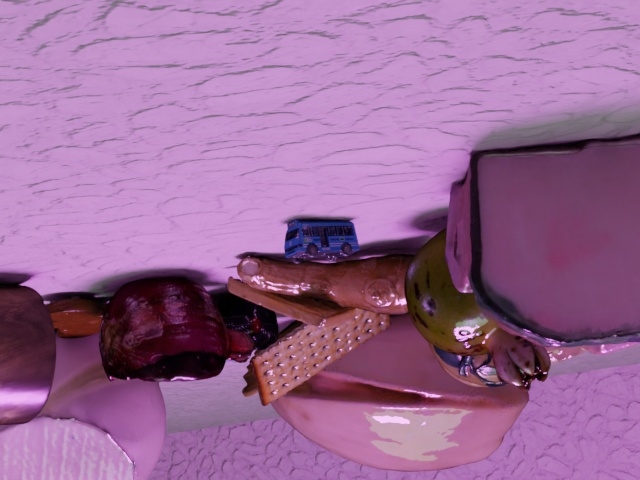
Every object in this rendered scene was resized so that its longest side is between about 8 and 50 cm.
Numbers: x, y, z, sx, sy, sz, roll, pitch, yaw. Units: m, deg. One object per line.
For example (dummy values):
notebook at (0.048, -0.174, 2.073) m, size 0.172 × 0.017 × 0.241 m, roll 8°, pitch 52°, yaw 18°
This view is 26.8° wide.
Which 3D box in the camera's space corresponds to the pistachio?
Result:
pistachio at (0.130, 0.248, 2.289) m, size 0.445 × 0.281 × 0.365 m, roll 6°, pitch 179°, yaw 10°

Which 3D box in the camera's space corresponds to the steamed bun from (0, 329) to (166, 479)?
steamed bun at (-0.381, 0.256, 2.082) m, size 0.309 × 0.309 × 0.309 m, roll -6°, pitch 168°, yaw -1°

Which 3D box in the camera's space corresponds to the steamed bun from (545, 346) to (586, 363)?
steamed bun at (0.391, 0.180, 2.426) m, size 0.212 × 0.110 × 0.231 m, roll -21°, pitch 170°, yaw -19°

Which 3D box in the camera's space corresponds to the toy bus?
toy bus at (0.000, 0.000, 1.532) m, size 0.083 × 0.046 × 0.038 m, roll -1°, pitch 168°, yaw -33°

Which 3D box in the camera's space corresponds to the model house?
model house at (0.256, 0.024, 1.392) m, size 0.237 × 0.202 × 0.237 m, roll -6°, pitch 167°, yaw -2°

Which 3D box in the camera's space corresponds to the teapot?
teapot at (0.256, 0.106, 1.950) m, size 0.269 × 0.173 × 0.182 m, roll -26°, pitch 148°, yaw -34°

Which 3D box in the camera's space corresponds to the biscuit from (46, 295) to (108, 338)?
biscuit at (-0.332, 0.104, 1.884) m, size 0.138 × 0.031 × 0.205 m, roll -8°, pitch 168°, yaw 6°

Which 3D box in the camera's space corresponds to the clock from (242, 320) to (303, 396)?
clock at (-0.037, 0.153, 2.068) m, size 0.237 × 0.057 × 0.237 m, roll -37°, pitch 180°, yaw 0°

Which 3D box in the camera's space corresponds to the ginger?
ginger at (0.056, 0.051, 1.730) m, size 0.334 × 0.081 × 0.148 m, roll 1°, pitch -164°, yaw -11°

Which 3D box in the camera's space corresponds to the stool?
stool at (-0.474, 0.137, 1.615) m, size 0.264 × 0.179 × 0.179 m, roll 4°, pitch 164°, yaw -42°

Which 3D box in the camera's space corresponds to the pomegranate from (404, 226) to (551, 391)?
pomegranate at (0.207, 0.068, 1.594) m, size 0.210 × 0.179 × 0.179 m, roll 37°, pitch 176°, yaw 13°

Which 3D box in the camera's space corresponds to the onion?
onion at (-0.182, 0.123, 1.796) m, size 0.218 × 0.140 × 0.195 m, roll 1°, pitch 170°, yaw -31°

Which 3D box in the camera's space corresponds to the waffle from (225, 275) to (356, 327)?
waffle at (-0.039, 0.076, 1.753) m, size 0.153 × 0.023 × 0.097 m, roll 20°, pitch -167°, yaw 21°

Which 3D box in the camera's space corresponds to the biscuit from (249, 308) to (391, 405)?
biscuit at (0.003, 0.145, 1.927) m, size 0.231 × 0.016 × 0.139 m, roll -33°, pitch 147°, yaw -16°

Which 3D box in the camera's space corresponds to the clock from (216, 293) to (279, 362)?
clock at (-0.152, 0.135, 1.966) m, size 0.195 × 0.100 × 0.194 m, roll -9°, pitch 173°, yaw 12°
